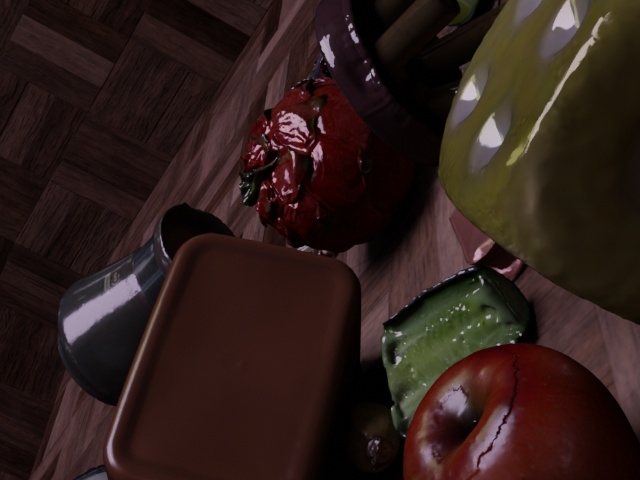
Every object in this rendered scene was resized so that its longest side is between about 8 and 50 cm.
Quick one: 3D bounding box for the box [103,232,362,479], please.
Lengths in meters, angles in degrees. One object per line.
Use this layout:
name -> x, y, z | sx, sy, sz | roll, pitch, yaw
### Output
box -> -0.091, 0.190, 1.247 | 0.229, 0.239, 0.339 | 92, -168, -55

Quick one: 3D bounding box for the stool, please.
stool -> 0.141, -0.247, 1.384 | 0.178, 0.272, 0.272 | -35, 29, 32

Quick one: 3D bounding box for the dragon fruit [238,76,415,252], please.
dragon fruit -> 0.021, -0.118, 1.544 | 0.299, 0.244, 0.244 | -53, 10, -30

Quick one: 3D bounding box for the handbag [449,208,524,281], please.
handbag -> 0.222, -0.073, 1.177 | 0.212, 0.059, 0.157 | -57, 17, 19

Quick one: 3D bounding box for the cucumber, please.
cucumber -> 0.134, 0.109, 1.124 | 0.193, 0.085, 0.115 | -47, 66, 38

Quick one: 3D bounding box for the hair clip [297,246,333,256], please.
hair clip -> 0.005, 0.003, 1.734 | 0.214, 0.056, 0.062 | -43, 37, 28

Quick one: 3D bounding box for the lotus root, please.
lotus root -> 0.057, 0.217, 1.206 | 0.150, 0.062, 0.073 | -146, 75, -81

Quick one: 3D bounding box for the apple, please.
apple -> 0.154, 0.169, 0.809 | 0.181, 0.168, 0.181 | -51, 17, 22

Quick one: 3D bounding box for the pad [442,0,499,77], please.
pad -> 0.215, -0.283, 1.624 | 0.158, 0.003, 0.235 | -45, 24, 46

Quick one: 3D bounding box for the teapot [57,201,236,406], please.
teapot -> -0.285, 0.150, 2.026 | 0.362, 0.305, 0.376 | -45, 51, 29

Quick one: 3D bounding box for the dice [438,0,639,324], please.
dice -> 0.242, -0.088, 0.852 | 0.238, 0.226, 0.233 | -59, 15, 15

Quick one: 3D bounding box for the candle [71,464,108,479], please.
candle -> -0.285, 0.452, 1.599 | 0.221, 0.221, 0.342 | -66, 18, -13

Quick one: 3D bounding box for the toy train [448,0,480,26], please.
toy train -> 0.185, -0.526, 1.648 | 0.397, 0.253, 0.160 | -64, 10, -9

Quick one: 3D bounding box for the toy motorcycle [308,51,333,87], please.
toy motorcycle -> 0.018, -0.317, 2.154 | 0.213, 0.082, 0.122 | 145, 150, -80
